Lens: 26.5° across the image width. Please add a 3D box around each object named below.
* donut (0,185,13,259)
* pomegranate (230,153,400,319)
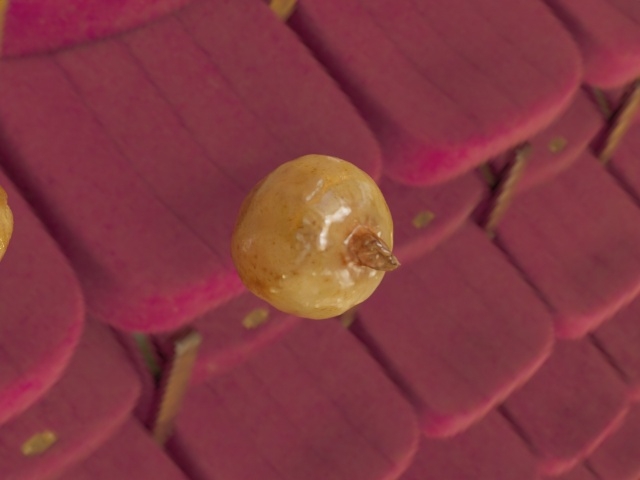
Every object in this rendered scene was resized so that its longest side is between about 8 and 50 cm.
[{"bbox_3d":[-0.394,0.012,1.052,0.299,0.317,0.150,-36,123,-14],"label":"donut"},{"bbox_3d":[-0.011,-0.003,1.689,0.207,0.207,0.207,-40,157,-20],"label":"pomegranate"}]
